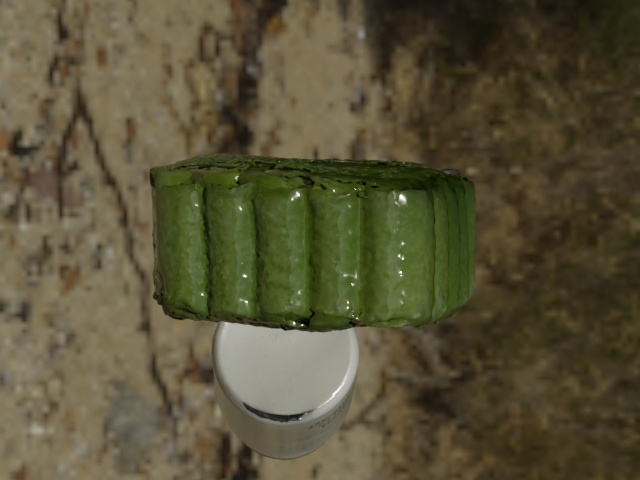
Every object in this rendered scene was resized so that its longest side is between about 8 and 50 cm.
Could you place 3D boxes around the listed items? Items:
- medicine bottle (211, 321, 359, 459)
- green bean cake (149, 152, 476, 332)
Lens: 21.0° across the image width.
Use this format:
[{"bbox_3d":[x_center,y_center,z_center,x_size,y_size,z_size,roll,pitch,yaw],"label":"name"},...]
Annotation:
[{"bbox_3d":[-0.036,0.140,1.731,0.258,0.143,0.143,97,-6,-71],"label":"medicine bottle"},{"bbox_3d":[0.000,0.000,1.174,0.214,0.200,0.113,-8,102,-70],"label":"green bean cake"}]
